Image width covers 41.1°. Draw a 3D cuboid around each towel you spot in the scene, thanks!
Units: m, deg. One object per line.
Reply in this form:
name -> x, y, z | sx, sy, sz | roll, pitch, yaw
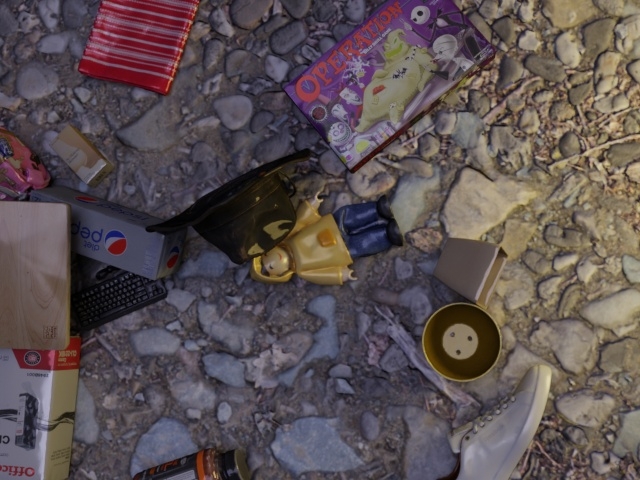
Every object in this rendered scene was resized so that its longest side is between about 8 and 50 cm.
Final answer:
towel -> -0.350, -0.433, 1.677 | 0.198, 0.031, 0.275 | 16, 86, 8

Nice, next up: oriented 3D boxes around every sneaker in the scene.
sneaker -> 0.292, 0.328, 1.468 | 0.123, 0.106, 0.290 | 29, 90, 7

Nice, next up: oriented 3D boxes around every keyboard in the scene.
keyboard -> -0.391, 0.091, 1.630 | 0.180, 0.023, 0.108 | -23, 81, 4

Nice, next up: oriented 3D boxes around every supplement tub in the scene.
supplement tub -> -0.230, 0.437, 1.529 | 0.197, 0.106, 0.106 | -20, 82, 4

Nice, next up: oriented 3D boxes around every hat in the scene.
hat -> -0.134, -0.037, 1.478 | 0.331, 0.331, 0.134 | -24, 100, 5

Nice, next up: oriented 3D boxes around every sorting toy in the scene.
sorting toy -> -0.565, 0.055, 1.513 | 0.255, 0.089, 0.257 | 2, 96, -1

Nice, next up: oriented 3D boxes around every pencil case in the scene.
pencil case -> -0.708, -0.052, 1.623 | 0.386, 0.167, 0.160 | -38, 111, 3

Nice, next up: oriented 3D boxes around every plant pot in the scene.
plant pot -> 0.261, 0.050, 1.509 | 0.096, 0.109, 0.109 | 23, 87, 23
plant pot -> 0.245, 0.178, 1.496 | 0.134, 0.095, 0.134 | -1, 83, 7

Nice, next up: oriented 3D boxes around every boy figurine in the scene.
boy figurine -> 0.000, 0.000, 1.553 | 0.285, 0.092, 0.177 | -17, 84, 2

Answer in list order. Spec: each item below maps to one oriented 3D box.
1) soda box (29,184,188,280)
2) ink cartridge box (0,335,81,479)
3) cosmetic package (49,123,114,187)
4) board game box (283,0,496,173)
soda box -> -0.397, -0.017, 1.584 | 0.286, 0.098, 0.091 | 18, 104, 14
ink cartridge box -> -0.567, 0.308, 1.583 | 0.197, 0.114, 0.273 | 2, 85, 8
cosmetic package -> -0.463, -0.164, 1.657 | 0.115, 0.041, 0.060 | 43, 91, 10
board game box -> 0.127, -0.312, 1.592 | 0.347, 0.056, 0.208 | -40, 76, 2
